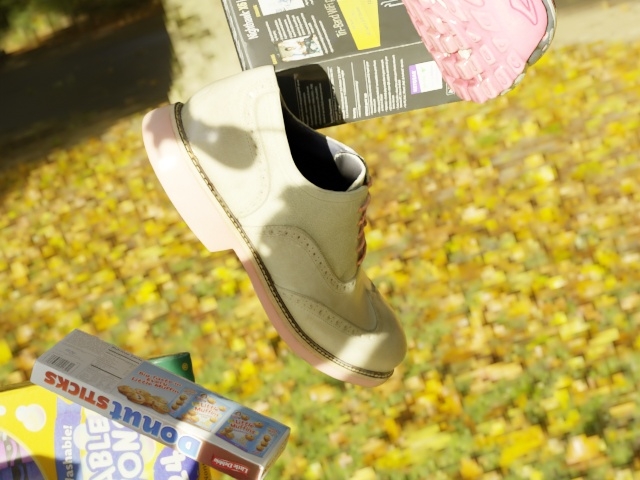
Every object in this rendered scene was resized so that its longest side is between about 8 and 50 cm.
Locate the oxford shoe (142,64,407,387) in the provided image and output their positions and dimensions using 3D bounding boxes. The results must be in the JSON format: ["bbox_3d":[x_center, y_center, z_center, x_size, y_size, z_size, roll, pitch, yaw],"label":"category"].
[{"bbox_3d":[0.000,0.000,1.313,0.146,0.397,0.140,-28,43,14],"label":"oxford shoe"}]

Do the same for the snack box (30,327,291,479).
[{"bbox_3d":[-0.112,0.116,0.992,0.178,0.022,0.064,24,23,9],"label":"snack box"}]

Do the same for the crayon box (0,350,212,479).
[{"bbox_3d":[-0.240,0.222,1.180,0.323,0.203,0.083,-9,-1,-41],"label":"crayon box"}]

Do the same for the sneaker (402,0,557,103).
[{"bbox_3d":[0.087,-0.176,0.753,0.112,0.121,0.299,-23,27,12],"label":"sneaker"}]

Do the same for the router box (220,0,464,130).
[{"bbox_3d":[0.028,-0.238,1.456,0.242,0.081,0.309,-11,38,-5],"label":"router box"}]
